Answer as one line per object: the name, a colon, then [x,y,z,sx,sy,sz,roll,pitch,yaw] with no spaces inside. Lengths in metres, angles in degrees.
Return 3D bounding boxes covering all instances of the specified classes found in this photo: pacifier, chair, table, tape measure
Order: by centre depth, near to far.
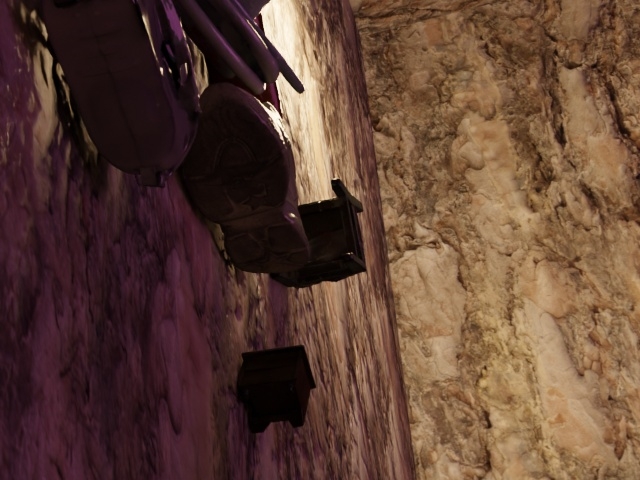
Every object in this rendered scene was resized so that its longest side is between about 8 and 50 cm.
tape measure: [-0.185,-0.178,1.211,0.197,0.120,0.236,-95,173,-51]
table: [-0.057,0.189,1.597,0.082,0.083,0.070,-80,159,-57]
pacifier: [-0.076,-0.332,1.610,0.299,0.233,0.244,49,-1,-25]
chair: [0.000,0.000,2.050,0.270,0.136,0.147,43,36,-77]

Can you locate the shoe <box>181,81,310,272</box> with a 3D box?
shoe: [-0.104,-0.118,1.626,0.342,0.132,0.210,71,6,-56]

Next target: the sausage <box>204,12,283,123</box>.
sausage: [-0.124,-0.288,1.808,0.102,0.102,0.330,-50,128,-79]
